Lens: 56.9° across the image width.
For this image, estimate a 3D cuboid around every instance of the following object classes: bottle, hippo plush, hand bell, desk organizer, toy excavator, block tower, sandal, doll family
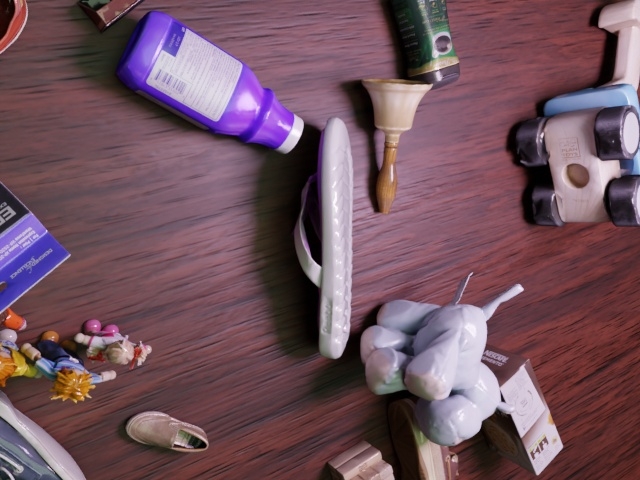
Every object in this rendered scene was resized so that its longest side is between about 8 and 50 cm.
[{"bbox_3d":[-0.156,-0.224,0.895,0.283,0.092,0.118,26,84,-30],"label":"bottle"},{"bbox_3d":[0.223,0.236,1.101,0.294,0.234,0.236,-40,121,-26],"label":"hippo plush"},{"bbox_3d":[0.129,-0.166,1.078,0.126,0.126,0.242,-8,111,-29],"label":"hand bell"},{"bbox_3d":[-0.275,-0.357,0.837,0.130,0.047,0.050,-47,114,-18],"label":"desk organizer"},{"bbox_3d":[0.637,-0.284,1.315,0.445,0.222,0.432,-31,111,-38],"label":"toy excavator"},{"bbox_3d":[0.108,0.568,1.147,0.097,0.091,0.335,-23,106,-26],"label":"block tower"},{"bbox_3d":[-0.003,0.002,1.002,0.102,0.169,0.416,1,97,10],"label":"sandal"},{"bbox_3d":[-0.364,0.154,0.777,0.263,0.163,0.118,24,84,-30],"label":"doll family"}]

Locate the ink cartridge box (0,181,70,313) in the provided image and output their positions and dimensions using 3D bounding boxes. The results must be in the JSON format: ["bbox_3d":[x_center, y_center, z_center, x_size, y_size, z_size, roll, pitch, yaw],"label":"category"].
[{"bbox_3d":[-0.444,0.019,0.705,0.206,0.208,0.045,-45,156,-18],"label":"ink cartridge box"}]

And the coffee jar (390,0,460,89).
[{"bbox_3d":[0.196,-0.372,1.092,0.096,0.079,0.184,-24,106,-28],"label":"coffee jar"}]

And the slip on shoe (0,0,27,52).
[{"bbox_3d":[-0.482,-0.200,0.704,0.123,0.101,0.331,45,75,-28],"label":"slip on shoe"}]

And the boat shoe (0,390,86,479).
[{"bbox_3d":[-0.417,0.287,0.803,0.079,0.095,0.254,-43,113,-21],"label":"boat shoe"}]

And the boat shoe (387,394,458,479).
[{"bbox_3d":[0.232,0.465,1.194,0.123,0.123,0.342,-18,98,-26],"label":"boat shoe"}]

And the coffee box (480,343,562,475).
[{"bbox_3d":[0.402,0.357,1.265,0.098,0.141,0.246,-35,113,-22],"label":"coffee box"}]

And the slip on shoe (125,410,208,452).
[{"bbox_3d":[-0.241,0.309,0.939,0.135,0.041,0.051,30,81,-30],"label":"slip on shoe"}]
